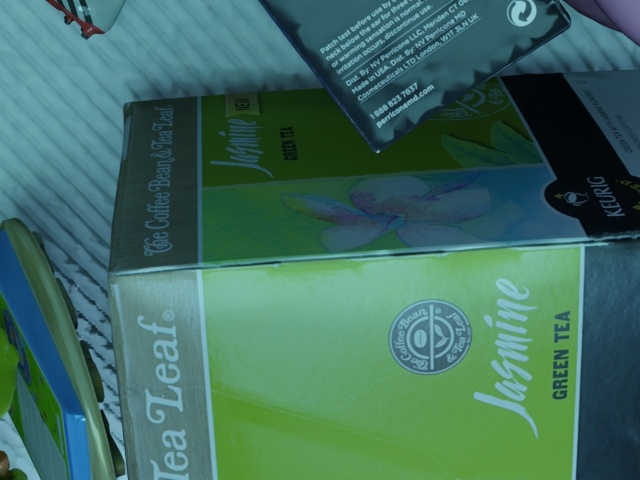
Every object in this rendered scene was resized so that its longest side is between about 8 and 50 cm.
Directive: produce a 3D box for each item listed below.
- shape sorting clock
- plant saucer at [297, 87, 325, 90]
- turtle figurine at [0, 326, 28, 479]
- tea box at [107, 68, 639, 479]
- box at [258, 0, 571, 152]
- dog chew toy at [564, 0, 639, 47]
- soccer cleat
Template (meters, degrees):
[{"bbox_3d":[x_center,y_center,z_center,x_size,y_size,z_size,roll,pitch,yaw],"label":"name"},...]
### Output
[{"bbox_3d":[-0.143,0.086,0.819,0.040,0.206,0.206,-20,119,-21],"label":"shape sorting clock"},{"bbox_3d":[0.000,0.000,0.877,0.200,0.037,0.200,-2,117,-4],"label":"plant saucer"},{"bbox_3d":[-0.270,0.093,0.821,0.269,0.087,0.217,35,143,-14],"label":"turtle figurine"},{"bbox_3d":[0.061,0.102,0.789,0.324,0.220,0.329,-3,116,-4],"label":"tea box"},{"bbox_3d":[-0.001,-0.179,0.663,0.103,0.261,0.184,-32,114,11],"label":"box"},{"bbox_3d":[0.190,-0.163,0.649,0.207,0.332,0.206,-2,117,-4],"label":"dog chew toy"},{"bbox_3d":[-0.141,-0.143,0.785,0.083,0.029,0.035,38,99,-24],"label":"soccer cleat"}]
